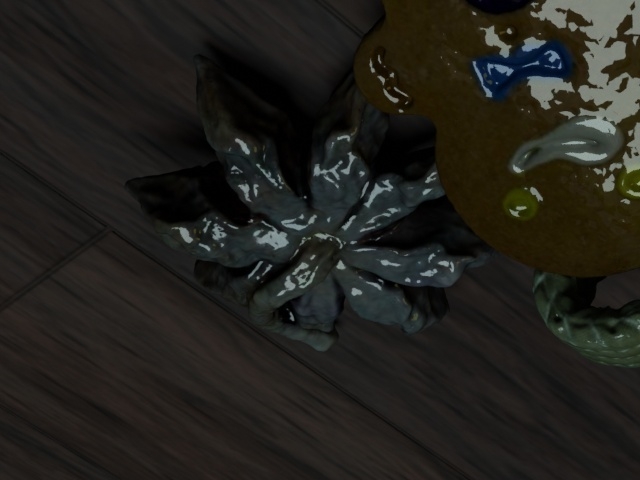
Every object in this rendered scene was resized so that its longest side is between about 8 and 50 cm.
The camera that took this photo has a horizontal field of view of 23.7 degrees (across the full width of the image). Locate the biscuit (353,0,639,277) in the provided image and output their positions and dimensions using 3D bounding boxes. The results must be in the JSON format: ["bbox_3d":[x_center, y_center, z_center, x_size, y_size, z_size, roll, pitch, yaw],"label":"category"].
[{"bbox_3d":[0.107,-0.080,0.743,0.180,0.039,0.236,-14,119,29],"label":"biscuit"}]

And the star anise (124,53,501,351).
[{"bbox_3d":[0.001,0.000,0.877,0.230,0.081,0.262,5,138,-3],"label":"star anise"}]

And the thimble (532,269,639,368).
[{"bbox_3d":[0.174,0.020,0.828,0.110,0.084,0.062,-24,152,22],"label":"thimble"}]
